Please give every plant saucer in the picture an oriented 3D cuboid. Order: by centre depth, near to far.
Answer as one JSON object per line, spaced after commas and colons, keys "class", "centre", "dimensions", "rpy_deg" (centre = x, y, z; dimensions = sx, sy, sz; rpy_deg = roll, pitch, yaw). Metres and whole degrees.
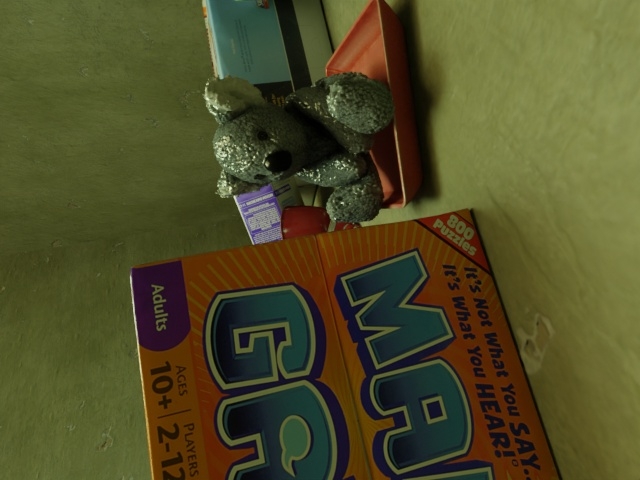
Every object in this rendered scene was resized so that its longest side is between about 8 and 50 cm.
{"class": "plant saucer", "centre": [0.077, -0.178, 0.619], "dimensions": [0.259, 0.047, 0.259], "rpy_deg": [-165, 65, -77]}

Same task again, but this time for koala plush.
{"class": "koala plush", "centre": [-0.043, -0.135, 0.563], "dimensions": [0.203, 0.221, 0.196], "rpy_deg": [-115, 18, -49]}

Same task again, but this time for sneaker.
{"class": "sneaker", "centre": [0.057, -0.041, 0.853], "dimensions": [0.042, 0.067, 0.119], "rpy_deg": [94, -168, -55]}

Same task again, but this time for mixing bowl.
{"class": "mixing bowl", "centre": [-0.006, -0.007, 0.935], "dimensions": [0.181, 0.098, 0.182], "rpy_deg": [-17, -90, -72]}

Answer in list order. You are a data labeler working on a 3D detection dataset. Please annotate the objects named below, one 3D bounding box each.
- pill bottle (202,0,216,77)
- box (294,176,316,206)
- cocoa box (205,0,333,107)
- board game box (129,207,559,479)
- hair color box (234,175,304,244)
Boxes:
{"class": "pill bottle", "centre": [-0.208, -0.508, 1.227], "dimensions": [0.224, 0.224, 0.392], "rpy_deg": [-122, 26, -60]}
{"class": "box", "centre": [-0.100, -0.138, 1.270], "dimensions": [0.311, 0.121, 0.148], "rpy_deg": [104, 153, -63]}
{"class": "cocoa box", "centre": [-0.104, -0.335, 0.880], "dimensions": [0.231, 0.227, 0.347], "rpy_deg": [128, 130, -74]}
{"class": "board game box", "centre": [0.004, 0.209, 0.530], "dimensions": [0.356, 0.356, 0.357], "rpy_deg": [120, 139, -71]}
{"class": "hair color box", "centre": [-0.078, 0.011, 1.029], "dimensions": [0.185, 0.110, 0.339], "rpy_deg": [-53, -55, -70]}
